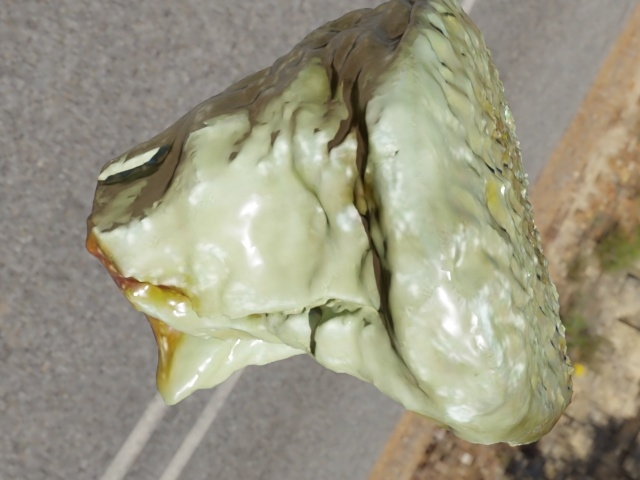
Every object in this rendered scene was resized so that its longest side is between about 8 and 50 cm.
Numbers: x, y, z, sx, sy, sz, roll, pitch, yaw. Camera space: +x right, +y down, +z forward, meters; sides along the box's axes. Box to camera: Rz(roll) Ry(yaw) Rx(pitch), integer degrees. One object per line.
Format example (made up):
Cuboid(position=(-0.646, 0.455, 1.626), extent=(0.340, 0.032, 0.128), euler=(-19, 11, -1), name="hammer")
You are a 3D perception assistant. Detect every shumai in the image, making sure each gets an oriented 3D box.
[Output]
Cuboid(position=(0.000, 0.000, 0.974), extent=(0.397, 0.323, 0.324), euler=(-61, 137, -70), name="shumai")
